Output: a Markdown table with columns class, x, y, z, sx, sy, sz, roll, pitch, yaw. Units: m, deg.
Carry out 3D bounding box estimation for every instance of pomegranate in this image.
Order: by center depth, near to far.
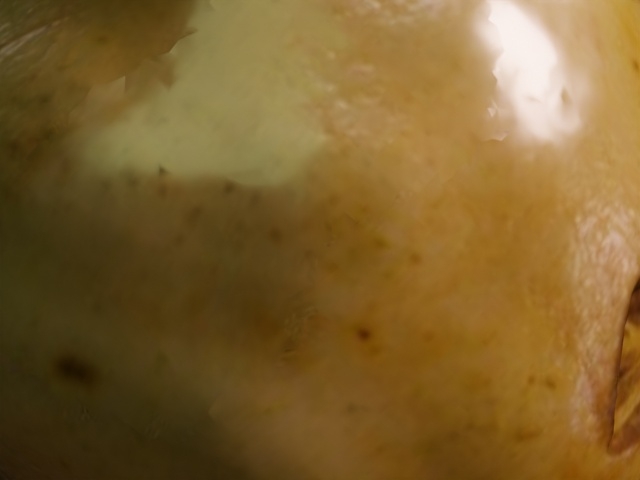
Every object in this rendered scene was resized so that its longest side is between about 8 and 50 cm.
| class | x | y | z | sx | sy | sz | roll | pitch | yaw |
| --- | --- | --- | --- | --- | --- | --- | --- | --- | --- |
| pomegranate | 0.000 | 0.000 | 0.482 | 0.333 | 0.332 | 0.332 | -14 | 45 | 15 |
